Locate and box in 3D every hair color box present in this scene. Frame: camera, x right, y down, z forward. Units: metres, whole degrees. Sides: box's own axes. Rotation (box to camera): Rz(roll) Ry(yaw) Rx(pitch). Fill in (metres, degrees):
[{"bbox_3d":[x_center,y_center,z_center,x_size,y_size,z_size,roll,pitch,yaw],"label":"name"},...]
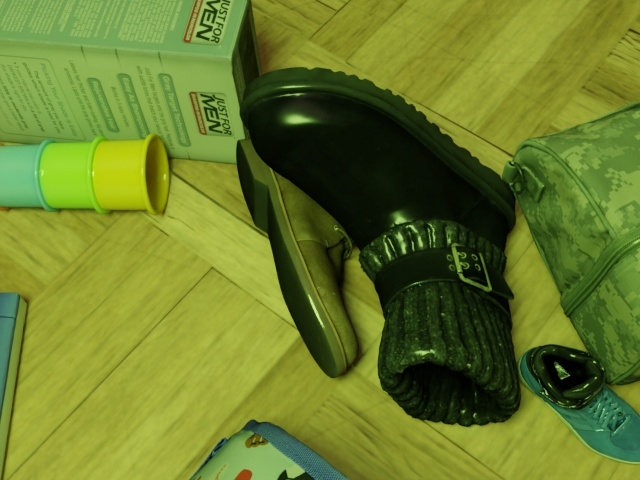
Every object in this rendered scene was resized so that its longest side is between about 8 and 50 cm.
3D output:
[{"bbox_3d":[-0.263,-0.203,0.956,0.374,0.185,0.114,6,59,7],"label":"hair color box"}]

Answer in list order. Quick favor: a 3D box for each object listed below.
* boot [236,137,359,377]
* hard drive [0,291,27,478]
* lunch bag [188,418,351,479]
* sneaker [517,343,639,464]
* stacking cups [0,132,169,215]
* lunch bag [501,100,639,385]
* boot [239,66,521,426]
[{"bbox_3d":[0.000,0.000,0.874,0.115,0.112,0.305,-10,57,-15],"label":"boot"},{"bbox_3d":[-0.421,0.207,0.806,0.210,0.040,0.319,-4,59,1],"label":"hard drive"},{"bbox_3d":[-0.065,0.323,0.590,0.328,0.239,0.385,-42,30,-19],"label":"lunch bag"},{"bbox_3d":[0.256,0.154,0.763,0.152,0.084,0.058,42,81,13],"label":"sneaker"},{"bbox_3d":[-0.340,-0.070,0.949,0.316,0.096,0.096,-2,59,8],"label":"stacking cups"},{"bbox_3d":[0.366,-0.035,0.798,0.305,0.213,0.256,-21,69,-9],"label":"lunch bag"},{"bbox_3d":[0.062,0.010,0.771,0.347,0.131,0.260,26,56,-23],"label":"boot"}]
